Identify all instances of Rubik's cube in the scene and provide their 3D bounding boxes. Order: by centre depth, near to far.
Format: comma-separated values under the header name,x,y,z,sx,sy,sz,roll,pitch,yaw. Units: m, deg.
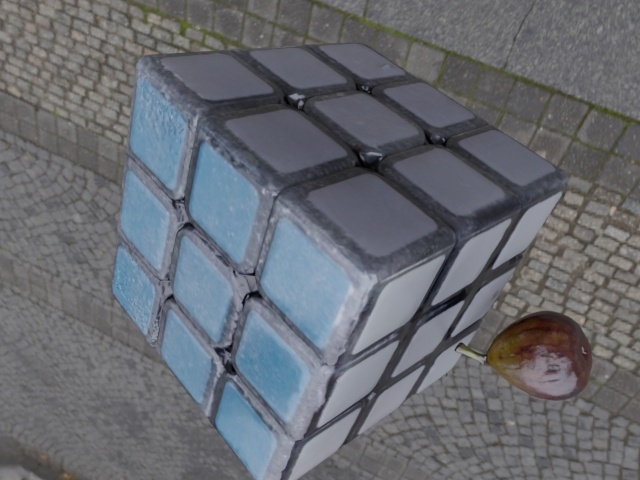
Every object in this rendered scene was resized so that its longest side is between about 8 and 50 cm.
name,x,y,z,sx,sy,sz,roll,pitch,yaw
Rubik's cube,0.000,0.000,0.621,0.305,0.304,0.300,41,132,26

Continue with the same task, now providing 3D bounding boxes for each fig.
name,x,y,z,sx,sy,sz,roll,pitch,yaw
fig,0.202,0.116,0.612,0.125,0.089,0.088,-11,117,36
